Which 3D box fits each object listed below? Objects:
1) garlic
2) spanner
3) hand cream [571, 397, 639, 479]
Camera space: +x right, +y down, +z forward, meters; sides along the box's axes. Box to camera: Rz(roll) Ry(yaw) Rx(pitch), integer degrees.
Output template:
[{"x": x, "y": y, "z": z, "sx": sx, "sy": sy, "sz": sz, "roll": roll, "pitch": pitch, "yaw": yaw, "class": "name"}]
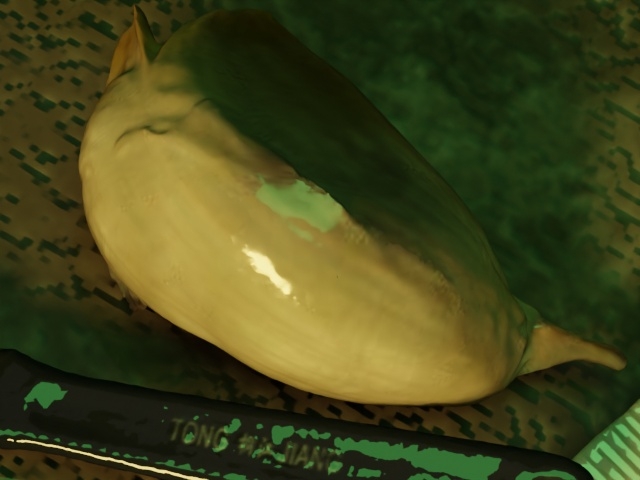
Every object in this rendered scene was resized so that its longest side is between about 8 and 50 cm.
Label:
[{"x": 0.000, "y": -0.003, "z": 0.457, "sx": 0.152, "sy": 0.066, "sz": 0.084, "roll": 42, "pitch": 64, "yaw": 13, "class": "garlic"}, {"x": -0.037, "y": 0.049, "z": 0.444, "sx": 0.208, "sy": 0.012, "sz": 0.046, "roll": 10, "pitch": 62, "yaw": 4, "class": "spanner"}, {"x": 0.184, "y": 0.167, "z": 0.398, "sx": 0.185, "sy": 0.118, "sz": 0.359, "roll": -38, "pitch": 66, "yaw": -18, "class": "hand cream"}]
